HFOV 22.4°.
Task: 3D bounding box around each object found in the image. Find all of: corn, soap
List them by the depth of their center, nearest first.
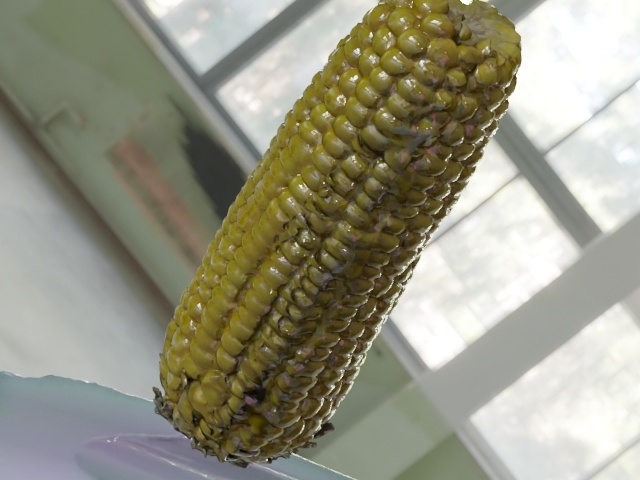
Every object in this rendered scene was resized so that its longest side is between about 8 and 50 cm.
[{"bbox_3d":[0.000,0.000,0.871,0.115,0.318,0.115,22,29,-13],"label":"corn"},{"bbox_3d":[-0.103,0.222,1.207,0.347,0.115,0.208,23,-35,-8],"label":"soap"}]
